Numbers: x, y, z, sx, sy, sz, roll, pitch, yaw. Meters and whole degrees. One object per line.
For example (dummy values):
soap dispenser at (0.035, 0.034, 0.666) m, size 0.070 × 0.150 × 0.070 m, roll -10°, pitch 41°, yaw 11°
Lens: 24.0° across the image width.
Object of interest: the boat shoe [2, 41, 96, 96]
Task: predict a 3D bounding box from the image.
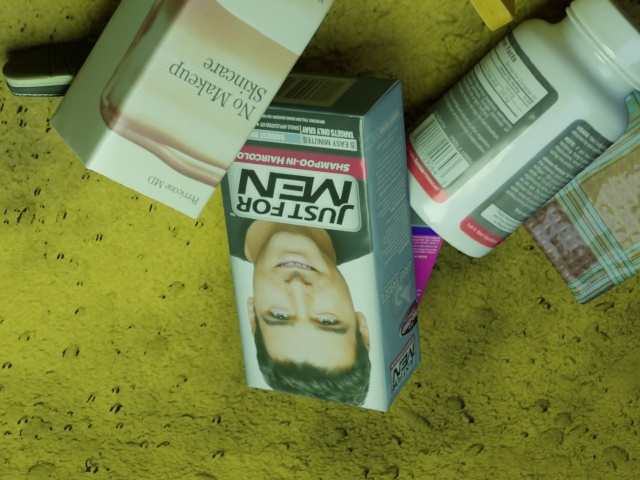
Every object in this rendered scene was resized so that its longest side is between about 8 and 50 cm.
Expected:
boat shoe at (-0.228, -0.172, 1.626) m, size 0.224 × 0.080 × 0.073 m, roll -10°, pitch 126°, yaw -16°

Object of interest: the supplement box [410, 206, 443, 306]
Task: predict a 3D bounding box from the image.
supplement box at (0.062, 0.035, 1.875) m, size 0.114 × 0.111 × 0.220 m, roll 4°, pitch 128°, yaw -21°

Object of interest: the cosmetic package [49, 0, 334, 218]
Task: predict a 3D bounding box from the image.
cosmetic package at (-0.126, -0.193, 1.536) m, size 0.153 × 0.129 × 0.296 m, roll 24°, pitch 103°, yaw -36°

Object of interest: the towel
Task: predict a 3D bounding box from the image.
towel at (0.417, -0.106, 1.881) m, size 0.370 × 0.040 × 0.271 m, roll -34°, pitch 114°, yaw 11°

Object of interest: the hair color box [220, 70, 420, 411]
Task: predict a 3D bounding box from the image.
hair color box at (0.000, 0.000, 1.720) m, size 0.185 × 0.113 × 0.374 m, roll 8°, pitch 121°, yaw 24°

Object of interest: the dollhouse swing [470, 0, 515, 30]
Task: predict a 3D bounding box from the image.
dollhouse swing at (0.285, -0.329, 1.481) m, size 0.347 × 0.305 × 0.315 m, roll -28°, pitch 129°, yaw 17°

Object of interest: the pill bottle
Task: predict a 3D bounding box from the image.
pill bottle at (0.242, -0.143, 1.743) m, size 0.318 × 0.176 × 0.176 m, roll -42°, pitch 129°, yaw 17°
